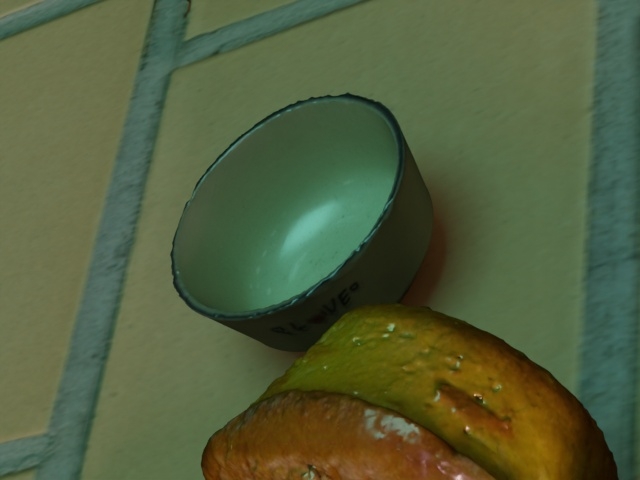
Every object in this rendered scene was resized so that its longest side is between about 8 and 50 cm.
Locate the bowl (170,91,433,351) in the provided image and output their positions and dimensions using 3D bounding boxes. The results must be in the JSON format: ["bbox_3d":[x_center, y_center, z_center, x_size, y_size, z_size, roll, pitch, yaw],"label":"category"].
[{"bbox_3d":[0.000,0.000,1.461,0.211,0.112,0.211,-22,45,24],"label":"bowl"}]

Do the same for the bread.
[{"bbox_3d":[0.064,0.157,1.174,0.268,0.268,0.146,4,48,42],"label":"bread"}]
